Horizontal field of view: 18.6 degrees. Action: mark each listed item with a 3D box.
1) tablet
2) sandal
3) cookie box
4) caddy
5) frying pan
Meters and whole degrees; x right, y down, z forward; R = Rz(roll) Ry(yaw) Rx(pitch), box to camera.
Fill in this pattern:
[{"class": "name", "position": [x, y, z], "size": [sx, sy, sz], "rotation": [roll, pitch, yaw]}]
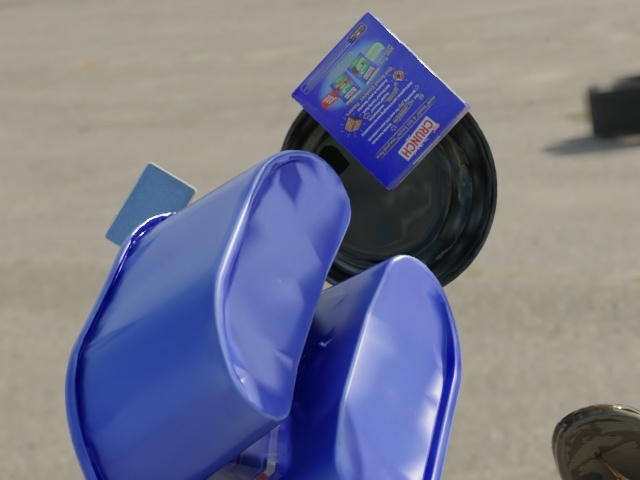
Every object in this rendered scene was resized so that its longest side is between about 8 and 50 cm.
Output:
[{"class": "tablet", "position": [-0.157, -0.024, 1.803], "size": [0.054, 0.083, 0.006], "rotation": [31, -1, 5]}, {"class": "sandal", "position": [0.245, 0.221, 1.518], "size": [0.090, 0.219, 0.060], "rotation": [-19, 24, -3]}, {"class": "cookie box", "position": [0.047, -0.107, 1.513], "size": [0.092, 0.107, 0.040], "rotation": [-46, -7, 10]}, {"class": "caddy", "position": [-0.045, 0.100, 1.348], "size": [0.179, 0.241, 0.341], "rotation": [-34, 21, 30]}, {"class": "frying pan", "position": [0.027, 0.012, 1.660], "size": [0.197, 0.326, 0.053], "rotation": [28, -10, -11]}]
